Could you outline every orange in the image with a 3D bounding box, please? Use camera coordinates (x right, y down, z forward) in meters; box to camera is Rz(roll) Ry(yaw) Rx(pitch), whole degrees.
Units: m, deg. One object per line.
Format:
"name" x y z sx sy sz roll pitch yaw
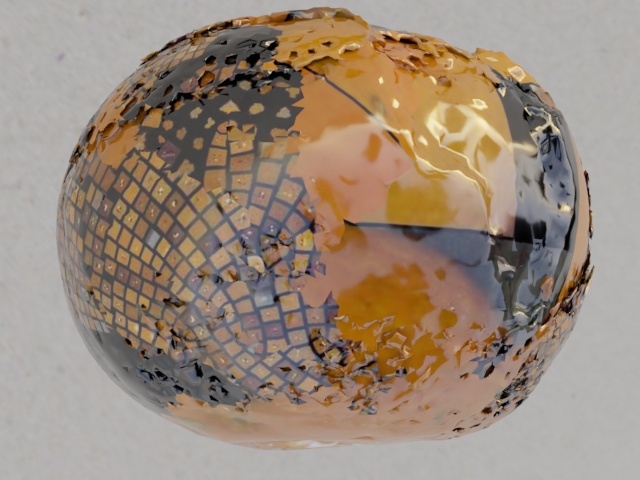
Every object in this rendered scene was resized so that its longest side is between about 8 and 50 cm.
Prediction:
"orange" 0.000 0.000 0.636 0.234 0.234 0.182 -2 85 -40
